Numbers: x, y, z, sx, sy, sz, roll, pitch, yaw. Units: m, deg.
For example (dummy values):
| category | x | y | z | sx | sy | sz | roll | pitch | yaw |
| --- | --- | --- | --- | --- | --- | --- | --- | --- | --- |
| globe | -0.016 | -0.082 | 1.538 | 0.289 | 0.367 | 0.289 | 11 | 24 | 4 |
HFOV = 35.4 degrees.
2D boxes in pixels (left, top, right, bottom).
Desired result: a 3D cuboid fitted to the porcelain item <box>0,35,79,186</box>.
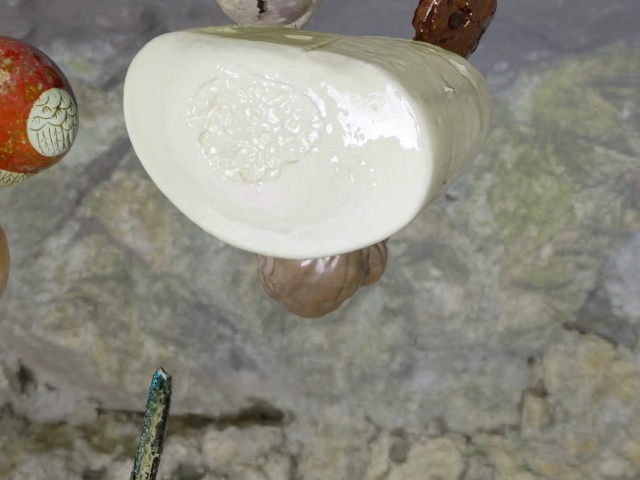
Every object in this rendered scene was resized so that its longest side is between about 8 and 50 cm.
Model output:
| category | x | y | z | sx | sy | sz | roll | pitch | yaw |
| --- | --- | --- | --- | --- | --- | --- | --- | --- | --- |
| porcelain item | -0.547 | -0.214 | 1.709 | 0.253 | 0.253 | 0.253 | 6 | 174 | 1 |

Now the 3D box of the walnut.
| category | x | y | z | sx | sy | sz | roll | pitch | yaw |
| --- | --- | --- | --- | --- | --- | --- | --- | --- | --- |
| walnut | 0.002 | -0.002 | 1.712 | 0.273 | 0.227 | 0.273 | -34 | 173 | -5 |

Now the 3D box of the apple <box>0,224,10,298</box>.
| category | x | y | z | sx | sy | sz | roll | pitch | yaw |
| --- | --- | --- | --- | --- | --- | --- | --- | --- | --- |
| apple | -0.659 | 0.043 | 1.633 | 0.299 | 0.299 | 0.275 | 7 | -149 | -11 |

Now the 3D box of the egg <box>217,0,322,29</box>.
| category | x | y | z | sx | sy | sz | roll | pitch | yaw |
| --- | --- | --- | --- | --- | --- | --- | --- | --- | --- |
| egg | -0.096 | -0.535 | 1.861 | 0.279 | 0.279 | 0.310 | 6 | 132 | -4 |

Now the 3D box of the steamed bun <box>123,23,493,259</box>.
| category | x | y | z | sx | sy | sz | roll | pitch | yaw |
| --- | --- | --- | --- | --- | --- | --- | --- | --- | --- |
| steamed bun | -0.014 | -0.145 | 1.412 | 0.456 | 0.290 | 0.371 | 12 | -161 | 20 |

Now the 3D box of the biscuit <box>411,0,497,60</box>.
| category | x | y | z | sx | sy | sz | roll | pitch | yaw |
| --- | --- | --- | --- | --- | --- | --- | --- | --- | --- |
| biscuit | 0.231 | -0.376 | 1.718 | 0.192 | 0.192 | 0.049 | 14 | -156 | -50 |

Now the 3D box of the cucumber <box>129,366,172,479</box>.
| category | x | y | z | sx | sy | sz | roll | pitch | yaw |
| --- | --- | --- | --- | --- | --- | --- | --- | --- | --- |
| cucumber | -0.271 | 0.328 | 1.602 | 0.043 | 0.257 | 0.044 | 3 | 158 | 12 |
